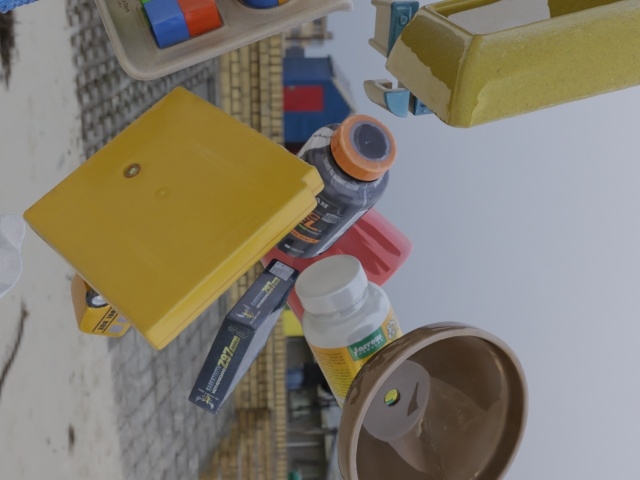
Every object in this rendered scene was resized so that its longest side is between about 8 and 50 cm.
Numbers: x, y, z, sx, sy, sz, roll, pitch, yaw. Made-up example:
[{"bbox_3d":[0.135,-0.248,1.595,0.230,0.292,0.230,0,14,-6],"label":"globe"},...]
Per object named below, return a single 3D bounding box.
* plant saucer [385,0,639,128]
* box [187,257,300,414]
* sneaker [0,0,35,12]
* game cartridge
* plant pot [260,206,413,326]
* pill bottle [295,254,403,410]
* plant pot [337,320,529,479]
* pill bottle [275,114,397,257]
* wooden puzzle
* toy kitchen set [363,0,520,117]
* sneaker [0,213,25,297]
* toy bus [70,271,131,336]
[{"bbox_3d":[0.261,-0.246,1.046,0.333,0.332,0.081,-112,-171,-66],"label":"plant saucer"},{"bbox_3d":[-0.124,0.155,1.494,0.183,0.059,0.233,-65,174,28],"label":"box"},{"bbox_3d":[-0.422,-0.359,1.268,0.069,0.082,0.209,4,-128,50],"label":"sneaker"},{"bbox_3d":[-0.188,-0.044,1.131,0.323,0.285,0.053,35,-19,39],"label":"game cartridge"},{"bbox_3d":[0.000,0.000,1.704,0.243,0.275,0.275,50,0,-7],"label":"plant pot"},{"bbox_3d":[0.046,0.125,1.144,0.117,0.117,0.208,-99,167,-60],"label":"pill bottle"},{"bbox_3d":[0.107,0.193,0.994,0.110,0.237,0.237,24,-61,58],"label":"plant pot"},{"bbox_3d":[0.014,-0.079,1.270,0.246,0.130,0.130,134,-42,-54],"label":"pill bottle"},{"bbox_3d":[-0.166,-0.408,1.322,0.080,0.347,0.322,86,-19,-55],"label":"wooden puzzle"},{"bbox_3d":[0.183,-0.261,1.275,0.122,0.207,0.166,42,-44,50],"label":"toy kitchen set"},{"bbox_3d":[-0.614,0.050,1.720,0.094,0.080,0.212,-56,-157,37],"label":"sneaker"},{"bbox_3d":[-0.341,0.034,1.620,0.333,0.130,0.108,-48,-134,30],"label":"toy bus"}]
